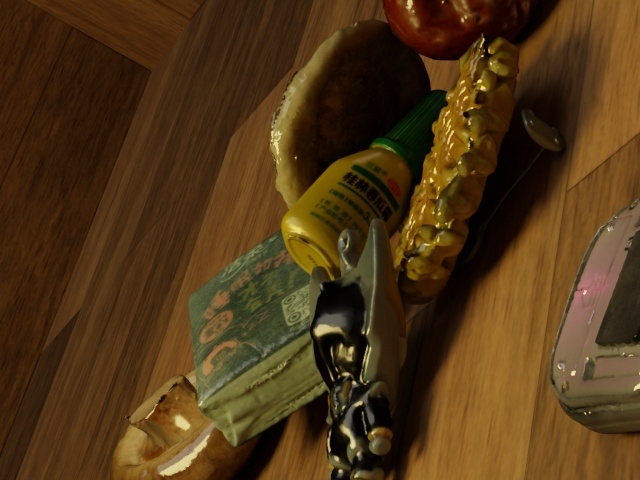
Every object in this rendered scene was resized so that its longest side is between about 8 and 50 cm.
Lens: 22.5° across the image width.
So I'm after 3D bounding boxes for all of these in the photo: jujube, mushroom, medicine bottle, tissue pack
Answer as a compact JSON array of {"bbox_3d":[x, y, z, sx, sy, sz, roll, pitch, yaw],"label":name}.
[{"bbox_3d":[0.176,-0.316,1.962,0.190,0.190,0.255,-54,7,25],"label":"jujube"},{"bbox_3d":[-0.163,0.249,2.105,0.278,0.146,0.278,-39,15,13],"label":"mushroom"},{"bbox_3d":[0.070,-0.073,1.909,0.309,0.111,0.076,-49,9,-34],"label":"medicine bottle"},{"bbox_3d":[-0.048,0.097,1.972,0.228,0.103,0.316,-33,22,6],"label":"tissue pack"}]

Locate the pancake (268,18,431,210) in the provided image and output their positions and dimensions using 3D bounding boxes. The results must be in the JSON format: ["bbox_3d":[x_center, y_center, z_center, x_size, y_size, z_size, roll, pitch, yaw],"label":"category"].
[{"bbox_3d":[0.043,-0.138,1.961,0.049,0.282,0.282,12,71,39],"label":"pancake"}]

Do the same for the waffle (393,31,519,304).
[{"bbox_3d":[0.145,-0.072,1.756,0.329,0.062,0.329,-161,90,-86],"label":"waffle"}]

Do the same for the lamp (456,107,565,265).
[{"bbox_3d":[0.187,-0.053,1.717,0.198,0.056,0.050,-55,19,31],"label":"lamp"}]

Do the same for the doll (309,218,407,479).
[{"bbox_3d":[0.039,0.131,1.693,0.145,0.103,0.316,94,177,-64],"label":"doll"}]

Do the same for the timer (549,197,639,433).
[{"bbox_3d":[0.265,0.049,1.274,0.190,0.069,0.209,-22,41,61],"label":"timer"}]
